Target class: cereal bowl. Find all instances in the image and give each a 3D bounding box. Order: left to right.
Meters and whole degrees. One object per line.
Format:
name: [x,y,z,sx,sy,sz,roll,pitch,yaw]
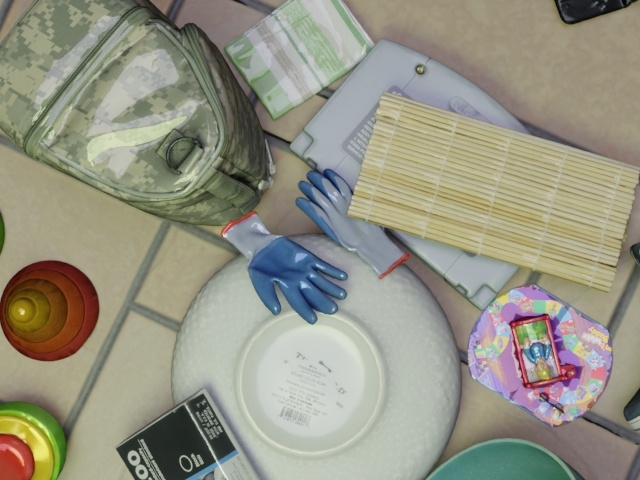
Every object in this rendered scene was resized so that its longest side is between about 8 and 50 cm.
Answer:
cereal bowl: [-0.006,0.154,1.369,0.339,0.141,0.339,0,86,2]

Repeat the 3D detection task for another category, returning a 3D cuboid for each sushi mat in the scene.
sushi mat: [0.198,-0.055,1.368,0.316,0.019,0.151,16,77,-5]

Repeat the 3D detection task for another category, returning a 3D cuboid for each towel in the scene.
towel: [-0.024,-0.229,1.453,0.152,0.023,0.113,-35,85,0]

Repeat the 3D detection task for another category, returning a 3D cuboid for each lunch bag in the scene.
lunch bag: [-0.184,-0.131,1.319,0.256,0.305,0.212,43,91,8]

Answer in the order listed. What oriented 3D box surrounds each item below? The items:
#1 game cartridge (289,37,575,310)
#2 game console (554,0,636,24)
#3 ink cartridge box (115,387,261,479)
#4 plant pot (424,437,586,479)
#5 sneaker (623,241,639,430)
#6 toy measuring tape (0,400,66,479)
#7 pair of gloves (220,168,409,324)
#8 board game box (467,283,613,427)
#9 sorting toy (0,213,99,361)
game cartridge: [0.138,-0.087,1.423,0.297,0.062,0.198,41,84,4]
game console: [0.323,-0.341,1.414,0.124,0.085,0.144,-18,85,-6]
ink cartridge box: [-0.140,0.291,1.348,0.208,0.045,0.206,-37,83,45]
plant pot: [0.226,0.383,1.300,0.195,0.290,0.290,33,88,-31]
sneaker: [0.385,0.089,1.383,0.163,0.086,0.226,44,89,5]
toy measuring tape: [-0.301,0.283,1.391,0.330,0.121,0.121,42,89,-4]
pair of gloves: [0.000,0.000,1.339,0.198,0.023,0.159,-34,67,-25]
board game box: [0.257,0.132,1.412,0.169,0.033,0.133,32,88,4]
sorting toy: [-0.423,0.004,1.403,0.365,0.126,0.127,38,89,3]
